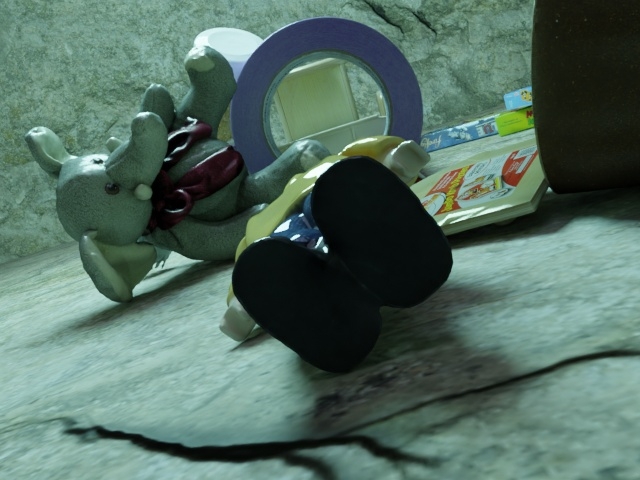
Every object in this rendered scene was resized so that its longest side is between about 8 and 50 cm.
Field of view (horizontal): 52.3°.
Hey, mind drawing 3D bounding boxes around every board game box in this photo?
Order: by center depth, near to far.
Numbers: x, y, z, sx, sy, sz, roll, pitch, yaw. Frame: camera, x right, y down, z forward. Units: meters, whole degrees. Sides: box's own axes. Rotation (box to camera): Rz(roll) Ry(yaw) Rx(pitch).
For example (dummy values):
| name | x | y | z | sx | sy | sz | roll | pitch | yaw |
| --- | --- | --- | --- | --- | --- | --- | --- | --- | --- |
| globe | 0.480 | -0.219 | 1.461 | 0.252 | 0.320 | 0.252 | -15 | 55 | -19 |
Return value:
| name | x | y | z | sx | sy | sz | roll | pitch | yaw |
| --- | --- | --- | --- | --- | --- | --- | --- | --- | --- |
| board game box | 0.493 | -0.308 | 1.275 | 0.160 | 0.039 | 0.211 | -22 | 11 | -27 |
| board game box | 0.461 | -0.264 | 1.345 | 0.181 | 0.043 | 0.092 | -13 | 10 | 26 |
| board game box | 0.364 | -0.267 | 1.556 | 0.243 | 0.042 | 0.165 | -11 | 11 | 37 |

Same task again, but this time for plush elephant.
| name | x | y | z | sx | sy | sz | roll | pitch | yaw |
| --- | --- | --- | --- | --- | --- | --- | --- | --- | --- |
| plush elephant | -0.203 | -0.072 | 0.794 | 0.330 | 0.272 | 0.255 | -45 | -16 | 20 |

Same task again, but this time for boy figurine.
| name | x | y | z | sx | sy | sz | roll | pitch | yaw |
| --- | --- | --- | --- | --- | --- | --- | --- | --- | --- |
| boy figurine | 0.000 | 0.000 | 0.452 | 0.177 | 0.092 | 0.285 | -45 | 5 | 2 |

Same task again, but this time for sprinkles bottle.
| name | x | y | z | sx | sy | sz | roll | pitch | yaw |
| --- | --- | --- | --- | --- | --- | --- | --- | --- | --- |
| sprinkles bottle | -0.169 | -0.183 | 1.140 | 0.121 | 0.355 | 0.121 | 7 | 43 | -7 |

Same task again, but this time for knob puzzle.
| name | x | y | z | sx | sy | sz | roll | pitch | yaw |
| --- | --- | --- | --- | --- | --- | --- | --- | --- | --- |
| knob puzzle | 0.126 | -0.035 | 0.596 | 0.213 | 0.030 | 0.213 | -25 | 15 | 7 |

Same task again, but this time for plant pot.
| name | x | y | z | sx | sy | sz | roll | pitch | yaw |
| --- | --- | --- | --- | --- | --- | --- | --- | --- | --- |
| plant pot | 0.291 | -0.136 | 0.457 | 0.231 | 0.215 | 0.215 | 5 | 20 | 32 |

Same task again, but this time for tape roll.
| name | x | y | z | sx | sy | sz | roll | pitch | yaw |
| --- | --- | --- | --- | --- | --- | --- | --- | --- | --- |
| tape roll | 0.010 | -0.182 | 0.964 | 0.275 | 0.274 | 0.090 | -17 | 9 | 5 |

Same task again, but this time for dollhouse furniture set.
| name | x | y | z | sx | sy | sz | roll | pitch | yaw |
| --- | --- | --- | --- | --- | --- | --- | --- | --- | --- |
| dollhouse furniture set | -0.007 | -0.276 | 1.501 | 0.362 | 0.256 | 0.394 | -16 | 15 | 1 |

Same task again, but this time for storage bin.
| name | x | y | z | sx | sy | sz | roll | pitch | yaw |
| --- | --- | --- | --- | --- | --- | --- | --- | --- | --- |
| storage bin | 0.022 | -0.140 | 1.193 | 0.261 | 0.123 | 0.262 | -17 | 8 | 4 |

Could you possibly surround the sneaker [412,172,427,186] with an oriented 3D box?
| name | x | y | z | sx | sy | sz | roll | pitch | yaw |
| --- | --- | --- | --- | --- | --- | --- | --- | --- | --- |
| sneaker | 0.083 | -0.052 | 0.774 | 0.119 | 0.042 | 0.067 | -21 | 6 | -35 |
